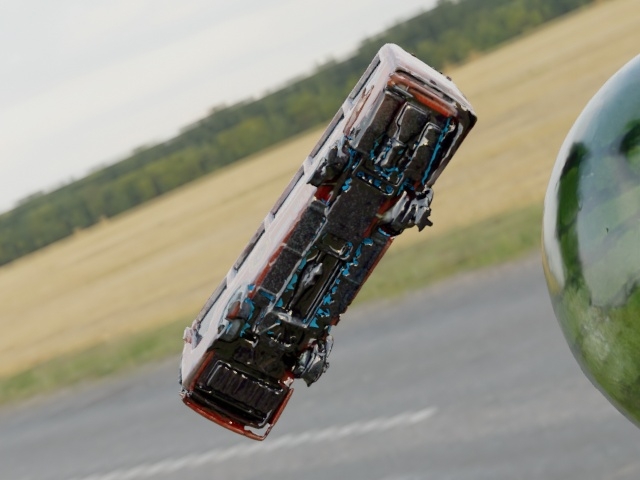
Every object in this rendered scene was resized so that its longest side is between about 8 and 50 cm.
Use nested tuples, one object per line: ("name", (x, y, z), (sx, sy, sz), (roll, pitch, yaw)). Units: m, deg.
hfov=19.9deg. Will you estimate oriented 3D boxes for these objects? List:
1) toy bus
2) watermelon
("toy bus", (0.000, 0.000, 1.046), (0.235, 0.073, 0.096), (-55, 14, 17))
("watermelon", (0.232, 0.000, 0.948), (0.242, 0.242, 0.242), (-24, 3, 1))
